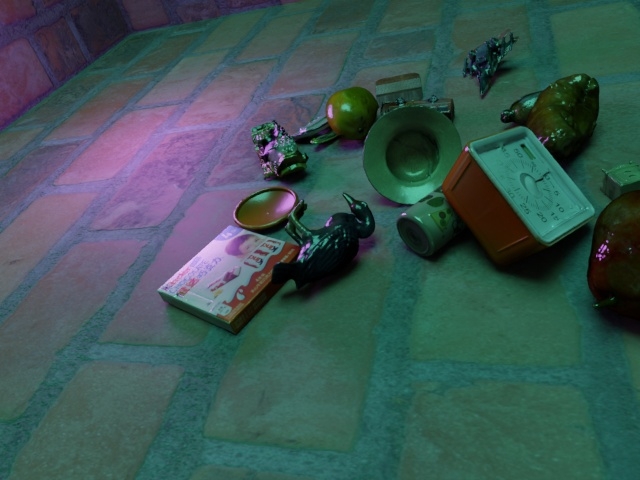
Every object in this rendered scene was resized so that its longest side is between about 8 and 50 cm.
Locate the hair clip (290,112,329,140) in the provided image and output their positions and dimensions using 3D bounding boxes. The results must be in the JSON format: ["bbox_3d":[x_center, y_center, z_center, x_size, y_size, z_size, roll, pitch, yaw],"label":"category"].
[{"bbox_3d":[-0.012,-0.402,1.834,0.220,0.054,0.140,-41,27,-28],"label":"hair clip"}]

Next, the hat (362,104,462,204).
[{"bbox_3d":[0.244,-0.226,1.440,0.257,0.257,0.130,-9,6,11],"label":"hat"}]

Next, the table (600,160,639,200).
[{"bbox_3d":[0.691,-0.131,1.221,0.079,0.062,0.083,-15,37,2],"label":"table"}]

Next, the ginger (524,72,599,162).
[{"bbox_3d":[0.618,-0.297,1.398,0.165,0.172,0.321,33,57,1],"label":"ginger"}]

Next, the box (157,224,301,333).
[{"bbox_3d":[-0.216,0.082,1.320,0.265,0.048,0.273,15,48,35],"label":"box"}]

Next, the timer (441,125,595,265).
[{"bbox_3d":[0.427,-0.104,1.146,0.250,0.161,0.257,-26,74,-25],"label":"timer"}]

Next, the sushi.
[{"bbox_3d":[-0.146,-0.284,1.698,0.139,0.131,0.291,-25,45,-12],"label":"sushi"}]

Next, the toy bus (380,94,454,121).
[{"bbox_3d":[0.306,-0.405,1.720,0.235,0.073,0.096,0,47,20],"label":"toy bus"}]

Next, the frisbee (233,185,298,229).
[{"bbox_3d":[-0.151,-0.086,1.519,0.192,0.035,0.192,-12,38,9],"label":"frisbee"}]

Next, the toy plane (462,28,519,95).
[{"bbox_3d":[0.564,-0.602,1.839,0.223,0.104,0.326,-21,30,43],"label":"toy plane"}]

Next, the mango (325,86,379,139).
[{"bbox_3d":[0.108,-0.420,1.746,0.167,0.130,0.262,36,38,1],"label":"mango"}]

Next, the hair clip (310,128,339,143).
[{"bbox_3d":[0.037,-0.355,1.789,0.060,0.033,0.188,21,45,37],"label":"hair clip"}]

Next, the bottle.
[{"bbox_3d":[0.304,-0.075,1.257,0.253,0.120,0.120,-34,40,-20],"label":"bottle"}]

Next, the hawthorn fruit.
[{"bbox_3d":[0.573,0.038,0.947,0.261,0.224,0.224,-47,43,-5],"label":"hawthorn fruit"}]

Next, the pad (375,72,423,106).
[{"bbox_3d":[0.354,-0.583,1.936,0.323,0.055,0.250,-24,33,21],"label":"pad"}]

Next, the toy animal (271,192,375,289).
[{"bbox_3d":[0.000,0.000,1.256,0.185,0.122,0.298,33,57,3],"label":"toy animal"}]

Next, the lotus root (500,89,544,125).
[{"bbox_3d":[0.611,-0.378,1.550,0.192,0.088,0.113,-19,21,-1],"label":"lotus root"}]
